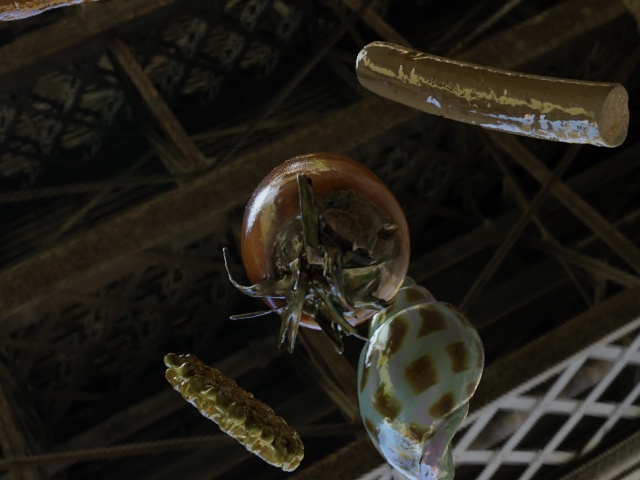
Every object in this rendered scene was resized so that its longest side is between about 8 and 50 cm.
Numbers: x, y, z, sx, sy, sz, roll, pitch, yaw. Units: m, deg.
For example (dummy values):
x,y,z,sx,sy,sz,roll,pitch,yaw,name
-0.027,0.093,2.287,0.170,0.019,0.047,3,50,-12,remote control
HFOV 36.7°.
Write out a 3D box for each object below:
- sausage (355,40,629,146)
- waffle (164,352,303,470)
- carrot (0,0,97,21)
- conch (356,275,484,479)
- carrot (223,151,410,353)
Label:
x,y,z,sx,sy,sz,roll,pitch,yaw,name
0.152,-0.145,0.939,0.301,0.065,0.066,21,-126,42,sausage
-0.091,0.185,1.048,0.191,0.191,0.038,34,-95,34,waffle
-0.241,-0.217,0.829,0.191,0.047,0.047,-20,-133,-19,carrot
0.158,0.217,1.613,0.197,0.249,0.368,23,-137,-7,conch
0.000,0.000,1.114,0.214,0.193,0.331,11,-167,-9,carrot
